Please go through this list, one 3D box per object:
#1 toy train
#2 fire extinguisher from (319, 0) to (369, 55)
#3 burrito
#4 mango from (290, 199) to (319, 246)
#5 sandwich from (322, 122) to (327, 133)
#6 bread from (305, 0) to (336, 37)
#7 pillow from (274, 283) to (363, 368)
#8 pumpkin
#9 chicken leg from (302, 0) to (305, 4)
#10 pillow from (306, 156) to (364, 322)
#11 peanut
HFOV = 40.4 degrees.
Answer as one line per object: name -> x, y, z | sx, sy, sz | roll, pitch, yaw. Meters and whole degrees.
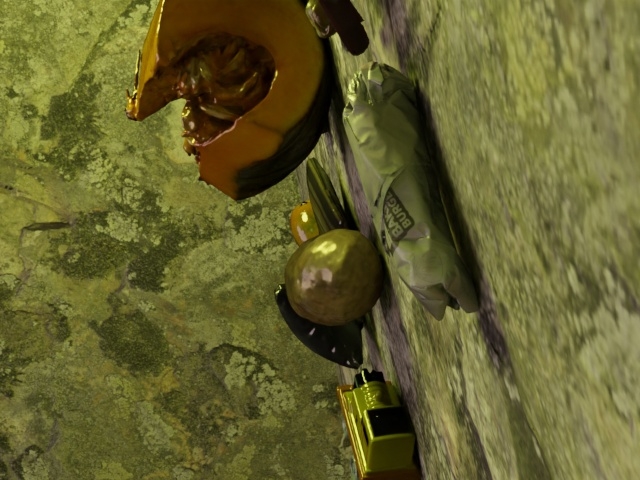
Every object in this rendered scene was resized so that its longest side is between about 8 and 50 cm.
toy train -> 0.082, 0.263, 1.232 | 0.219, 0.089, 0.127 | -105, 14, -50
fire extinguisher -> -0.023, -0.308, 0.764 | 0.147, 0.106, 0.337 | 38, -148, -53
burrito -> 0.060, -0.040, 0.627 | 0.064, 0.064, 0.203 | 84, 171, -67
mango -> -0.002, -0.003, 1.702 | 0.163, 0.089, 0.111 | 65, -176, 26
sandwich -> -0.008, -0.217, 1.430 | 0.135, 0.029, 0.067 | 79, -178, -50
bread -> 0.004, -0.257, 1.001 | 0.049, 0.033, 0.088 | 64, -177, -8
pillow -> 0.002, 0.122, 1.490 | 0.186, 0.106, 0.250 | 44, -172, -2
pumpkin -> -0.121, -0.232, 1.219 | 0.303, 0.256, 0.225 | 38, 156, -4
chicken leg -> -0.056, -0.306, 1.412 | 0.093, 0.113, 0.304 | 40, 160, 39
pillow -> 0.027, -0.002, 1.422 | 0.208, 0.052, 0.212 | -115, 11, -53
peanut -> 0.020, 0.048, 1.149 | 0.224, 0.129, 0.129 | 155, 103, -77
